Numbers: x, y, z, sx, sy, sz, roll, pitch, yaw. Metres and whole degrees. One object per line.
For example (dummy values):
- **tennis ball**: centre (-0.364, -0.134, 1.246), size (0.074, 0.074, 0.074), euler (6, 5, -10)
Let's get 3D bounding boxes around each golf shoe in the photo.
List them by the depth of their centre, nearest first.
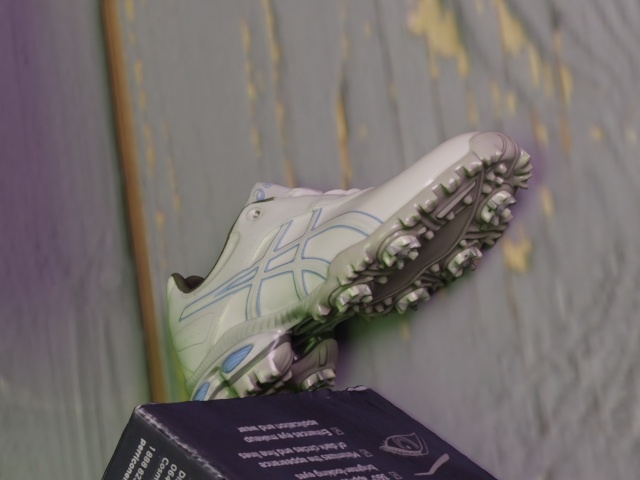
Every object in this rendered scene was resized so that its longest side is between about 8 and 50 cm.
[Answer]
- **golf shoe**: centre (0.000, 0.000, 0.676), size (0.176, 0.069, 0.086), euler (-40, 62, 23)

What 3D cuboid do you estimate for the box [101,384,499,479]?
- **box**: centre (0.016, 0.132, 0.602), size (0.158, 0.156, 0.093), euler (34, 106, 29)
